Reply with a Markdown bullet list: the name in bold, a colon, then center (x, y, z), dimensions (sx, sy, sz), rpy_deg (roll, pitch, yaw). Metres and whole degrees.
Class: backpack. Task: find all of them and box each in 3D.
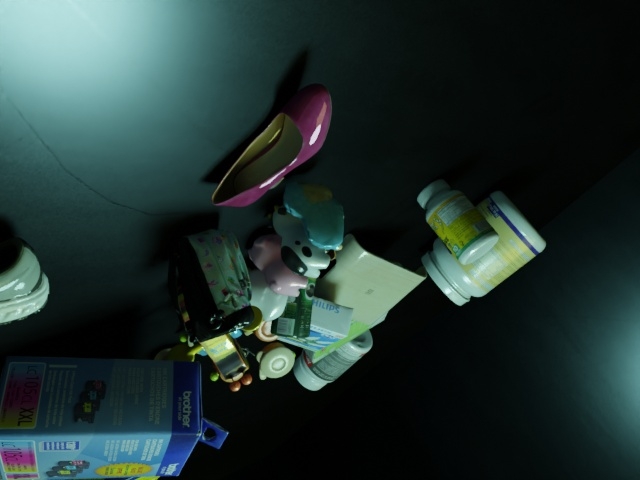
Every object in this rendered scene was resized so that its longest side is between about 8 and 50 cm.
- **backpack**: center (-0.185, 0.073, 0.993), dimensions (0.115, 0.182, 0.152), rpy_deg (-13, 171, -40)

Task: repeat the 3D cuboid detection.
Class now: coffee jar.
- **coffee jar**: center (-0.058, 0.125, 1.310), dimensions (0.079, 0.184, 0.096), rpy_deg (6, 175, 24)

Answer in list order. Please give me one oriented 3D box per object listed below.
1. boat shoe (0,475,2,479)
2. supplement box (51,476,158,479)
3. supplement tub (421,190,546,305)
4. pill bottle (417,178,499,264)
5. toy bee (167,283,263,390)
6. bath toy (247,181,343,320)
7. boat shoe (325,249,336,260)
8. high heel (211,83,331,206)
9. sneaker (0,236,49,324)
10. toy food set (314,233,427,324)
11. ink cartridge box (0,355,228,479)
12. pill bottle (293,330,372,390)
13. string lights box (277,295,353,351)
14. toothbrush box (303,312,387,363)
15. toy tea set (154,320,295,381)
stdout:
- **boat shoe**: center (-0.676, 0.481, 1.234), dimensions (0.324, 0.122, 0.120), rpy_deg (-18, 149, -56)
- **supplement box**: center (-0.561, 0.589, 1.507), dimensions (0.195, 0.194, 0.356), rpy_deg (-5, 144, -52)
- **supplement tub**: center (0.514, 0.028, 1.856), dimensions (0.331, 0.241, 0.241), rpy_deg (-41, 158, 16)
- **pill bottle**: center (0.340, -0.052, 1.465), dimensions (0.117, 0.208, 0.117), rpy_deg (-30, 159, -13)
- **toy bee**: center (-0.187, 0.210, 1.174), dimensions (0.195, 0.162, 0.298), rpy_deg (-45, 135, 9)
- **bath toy**: center (-0.082, 0.031, 1.133), dimensions (0.129, 0.151, 0.348), rpy_deg (16, 140, -20)
- **boat shoe**: center (0.000, 0.000, 1.273), dimensions (0.064, 0.060, 0.178), rpy_deg (-36, 159, 3)
- **high heel**: center (-0.077, -0.133, 0.850), dimensions (0.117, 0.082, 0.244), rpy_deg (-29, 173, -42)
- **sneaker**: center (-0.470, 0.066, 0.686), dimensions (0.271, 0.100, 0.108), rpy_deg (-24, 143, -35)
- **toy food set**: center (0.115, 0.104, 1.550), dimensions (0.306, 0.092, 0.220), rpy_deg (23, 123, -38)
- **ink cartridge box**: center (-0.380, 0.341, 1.096), dimensions (0.395, 0.151, 0.270), rpy_deg (5, 143, -20)
- **pill bottle**: center (0.036, 0.393, 2.027), dimensions (0.161, 0.161, 0.283), rpy_deg (-5, 144, -52)
- **string lights box**: center (-0.024, 0.216, 1.507), dimensions (0.133, 0.077, 0.260), rpy_deg (20, 157, -11)
- **toothbrush box**: center (0.070, 0.231, 1.787), dimensions (0.283, 0.122, 0.206), rpy_deg (-27, 157, -18)
- **toy tea set**: center (-0.226, 0.238, 1.384), dimensions (0.336, 0.124, 0.200), rpy_deg (-6, 114, -20)
